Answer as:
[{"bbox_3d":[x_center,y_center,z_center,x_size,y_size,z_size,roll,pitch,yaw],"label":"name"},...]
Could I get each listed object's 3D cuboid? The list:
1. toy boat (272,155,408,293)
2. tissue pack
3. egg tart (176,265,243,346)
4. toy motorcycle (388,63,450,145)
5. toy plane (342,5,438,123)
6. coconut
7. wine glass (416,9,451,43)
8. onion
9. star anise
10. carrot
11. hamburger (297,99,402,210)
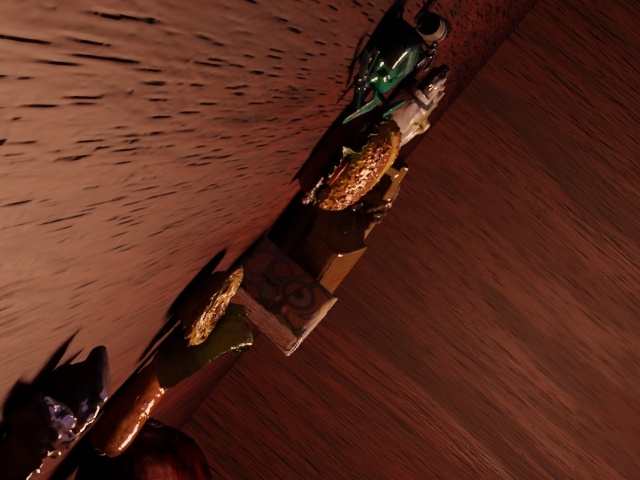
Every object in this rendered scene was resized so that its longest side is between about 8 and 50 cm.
[{"bbox_3d":[0.000,0.000,1.911,0.445,0.136,0.162,-55,-163,43],"label":"toy boat"},{"bbox_3d":[-0.064,0.079,1.829,0.108,0.148,0.060,-46,176,-44],"label":"tissue pack"},{"bbox_3d":[-0.146,0.076,1.604,0.128,0.049,0.129,-55,175,-7],"label":"egg tart"},{"bbox_3d":[0.138,-0.200,2.012,0.151,0.074,0.228,-46,177,-21],"label":"toy motorcycle"},{"bbox_3d":[0.073,-0.191,1.407,0.096,0.060,0.235,-41,172,-11],"label":"toy plane"},{"bbox_3d":[-0.155,0.131,1.687,0.133,0.055,0.158,-8,-145,42],"label":"coconut"},{"bbox_3d":[0.141,-0.270,1.564,0.083,0.042,0.039,-12,113,-81],"label":"wine glass"},{"bbox_3d":[-0.268,0.378,1.881,0.281,0.221,0.280,178,-90,-78],"label":"onion"},{"bbox_3d":[-0.255,0.178,1.173,0.208,0.063,0.172,-51,178,22],"label":"star anise"},{"bbox_3d":[-0.235,0.199,1.744,0.248,0.059,0.059,-52,178,-19],"label":"carrot"},{"bbox_3d":[0.041,-0.105,1.675,0.166,0.087,0.137,-51,176,31],"label":"hamburger"}]
